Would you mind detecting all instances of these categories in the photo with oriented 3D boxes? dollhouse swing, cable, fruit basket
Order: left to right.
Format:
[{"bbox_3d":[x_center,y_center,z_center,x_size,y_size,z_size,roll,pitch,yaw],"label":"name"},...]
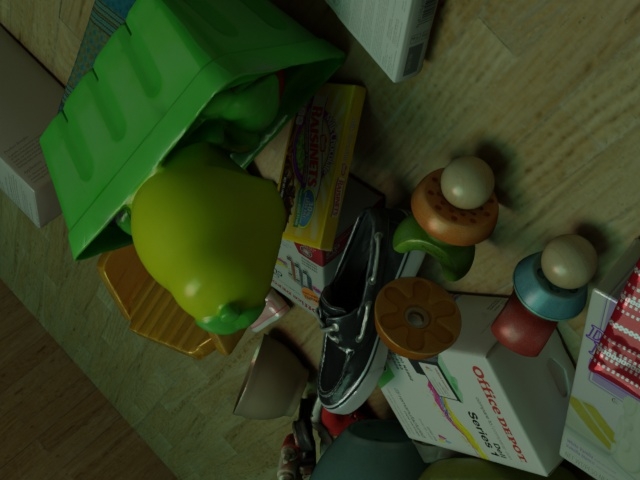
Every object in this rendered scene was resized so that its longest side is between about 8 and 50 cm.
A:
[{"bbox_3d":[-0.266,-0.035,1.541,0.347,0.315,0.305,11,155,51],"label":"dollhouse swing"},{"bbox_3d":[-0.132,-0.076,1.140,0.392,0.283,0.392,11,111,31],"label":"fruit basket"},{"bbox_3d":[-0.047,0.356,1.776,0.287,0.072,0.139,-97,2,-68],"label":"cable"}]

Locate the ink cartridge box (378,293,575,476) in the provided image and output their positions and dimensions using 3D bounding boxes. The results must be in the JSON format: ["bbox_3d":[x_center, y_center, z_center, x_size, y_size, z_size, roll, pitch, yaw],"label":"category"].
[{"bbox_3d":[0.200,0.183,1.292,0.278,0.117,0.201,1,126,56],"label":"ink cartridge box"}]

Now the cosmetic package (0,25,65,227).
[{"bbox_3d":[-0.588,-0.230,1.843,0.365,0.197,0.155,44,153,13],"label":"cosmetic package"}]

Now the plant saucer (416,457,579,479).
[{"bbox_3d":[0.257,0.338,1.369,0.241,0.037,0.241,3,161,1],"label":"plant saucer"}]

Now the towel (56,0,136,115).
[{"bbox_3d":[-0.229,-0.226,1.334,0.271,0.040,0.370,41,127,14],"label":"towel"}]

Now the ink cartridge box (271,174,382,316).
[{"bbox_3d":[0.000,0.000,1.344,0.128,0.127,0.176,34,150,26],"label":"ink cartridge box"}]

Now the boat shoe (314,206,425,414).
[{"bbox_3d":[0.041,0.094,1.262,0.108,0.102,0.301,47,122,49],"label":"boat shoe"}]

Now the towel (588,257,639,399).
[{"bbox_3d":[0.372,0.055,0.846,0.199,0.031,0.274,33,120,30],"label":"towel"}]

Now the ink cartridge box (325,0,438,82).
[{"bbox_3d":[0.056,-0.279,1.027,0.179,0.045,0.145,57,159,26],"label":"ink cartridge box"}]

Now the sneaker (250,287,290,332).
[{"bbox_3d":[-0.106,0.120,1.736,0.070,0.051,0.134,52,149,-1],"label":"sneaker"}]

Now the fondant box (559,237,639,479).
[{"bbox_3d":[0.397,0.184,1.032,0.238,0.096,0.330,32,147,30],"label":"fondant box"}]

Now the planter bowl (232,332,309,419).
[{"bbox_3d":[-0.086,0.269,1.805,0.109,0.162,0.162,21,151,-3],"label":"planter bowl"}]

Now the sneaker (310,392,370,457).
[{"bbox_3d":[0.060,0.329,1.737,0.118,0.107,0.279,12,142,23],"label":"sneaker"}]

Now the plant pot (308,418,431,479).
[{"bbox_3d":[0.106,0.411,1.604,0.290,0.290,0.195,10,99,51],"label":"plant pot"}]

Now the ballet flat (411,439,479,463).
[{"bbox_3d":[0.201,0.296,1.445,0.068,0.072,0.213,56,151,0],"label":"ballet flat"}]

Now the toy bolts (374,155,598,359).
[{"bbox_3d":[0.187,0.034,1.063,0.229,0.218,0.158,26,143,5],"label":"toy bolts"}]

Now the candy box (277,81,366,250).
[{"bbox_3d":[-0.006,-0.097,1.202,0.105,0.027,0.205,15,94,44],"label":"candy box"}]
